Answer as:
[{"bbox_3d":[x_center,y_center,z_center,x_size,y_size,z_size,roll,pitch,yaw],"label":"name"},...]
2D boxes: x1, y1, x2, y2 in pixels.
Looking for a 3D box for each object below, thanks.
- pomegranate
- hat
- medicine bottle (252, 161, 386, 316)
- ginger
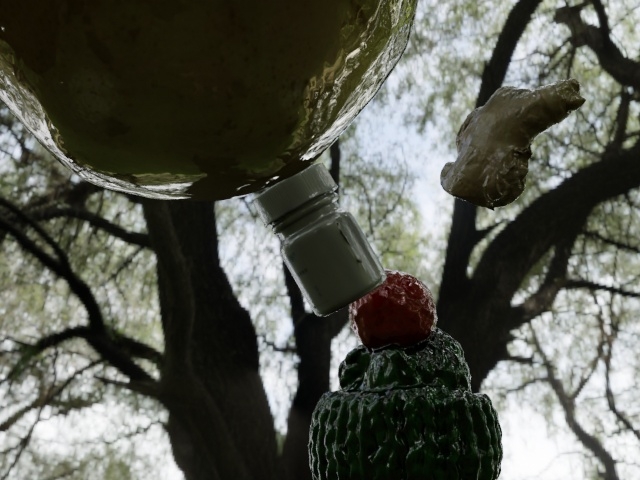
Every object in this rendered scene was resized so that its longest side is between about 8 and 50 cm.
[{"bbox_3d":[-0.085,-0.175,0.519,0.319,0.319,0.319,2,-41,1],"label":"pomegranate"},{"bbox_3d":[0.113,0.206,1.203,0.274,0.332,0.242,-10,-12,25],"label":"hat"},{"bbox_3d":[0.000,0.000,1.043,0.105,0.105,0.168,-30,-90,32],"label":"medicine bottle"},{"bbox_3d":[0.246,-0.142,1.138,0.074,0.137,0.213,21,-75,-53],"label":"ginger"}]
